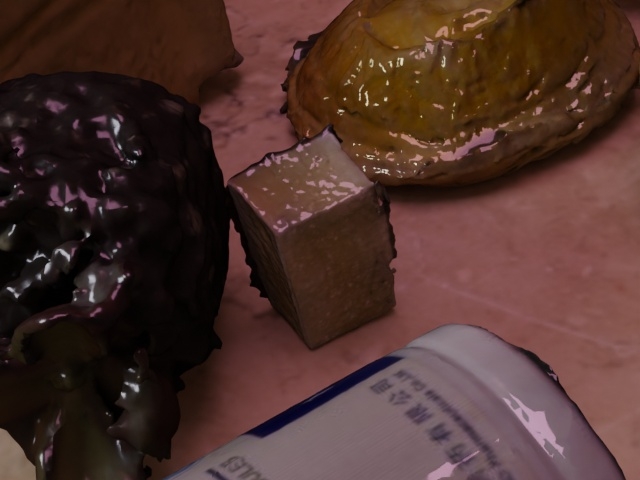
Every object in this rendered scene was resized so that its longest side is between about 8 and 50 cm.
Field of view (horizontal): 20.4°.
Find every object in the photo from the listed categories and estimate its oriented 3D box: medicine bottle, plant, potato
[{"bbox_3d":[-0.031,0.191,0.774,0.332,0.190,0.190,-28,45,-20],"label":"medicine bottle"},{"bbox_3d":[-0.146,0.020,0.984,0.178,0.204,0.234,3,39,12],"label":"plant"},{"bbox_3d":[0.000,0.001,1.032,0.086,0.122,0.061,-26,48,-11],"label":"potato"}]

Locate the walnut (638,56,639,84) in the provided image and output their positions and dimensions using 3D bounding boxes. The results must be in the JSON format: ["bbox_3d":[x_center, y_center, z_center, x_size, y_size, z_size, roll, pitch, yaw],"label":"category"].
[{"bbox_3d":[0.302,-0.112,1.024,0.257,0.257,0.224,22,83,31],"label":"walnut"}]

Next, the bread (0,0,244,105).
[{"bbox_3d":[-0.309,-0.188,1.182,0.390,0.279,0.371,25,55,32],"label":"bread"}]

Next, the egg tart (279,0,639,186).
[{"bbox_3d":[0.089,-0.130,1.182,0.252,0.098,0.232,-4,38,12],"label":"egg tart"}]
